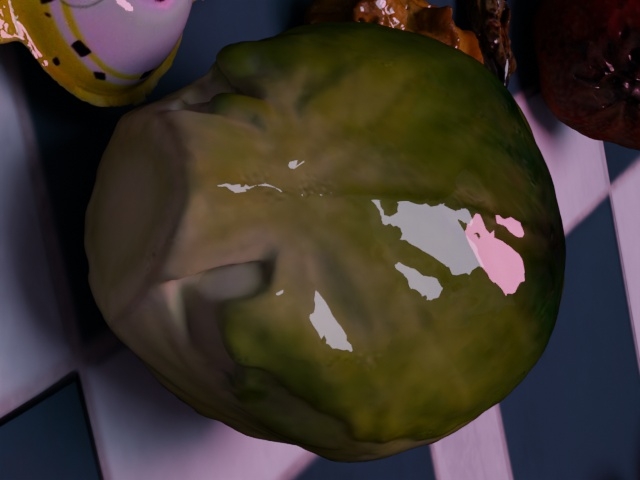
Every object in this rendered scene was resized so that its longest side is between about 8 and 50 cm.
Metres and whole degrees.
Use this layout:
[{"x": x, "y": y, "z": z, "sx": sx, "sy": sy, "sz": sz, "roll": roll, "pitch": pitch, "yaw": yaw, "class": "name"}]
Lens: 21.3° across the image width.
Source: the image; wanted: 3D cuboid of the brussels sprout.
[{"x": 0.000, "y": 0.000, "z": 0.839, "sx": 0.271, "sy": 0.210, "sz": 0.219, "roll": 4, "pitch": 75, "yaw": -47, "class": "brussels sprout"}]

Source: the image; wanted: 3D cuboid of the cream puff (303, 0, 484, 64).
[{"x": 0.045, "y": -0.113, "z": 1.053, "sx": 0.116, "sy": 0.122, "sz": 0.094, "roll": 128, "pitch": -24, "yaw": -70, "class": "cream puff"}]

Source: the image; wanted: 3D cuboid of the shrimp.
[{"x": 0.106, "y": -0.213, "z": 1.258, "sx": 0.148, "sy": 0.035, "sz": 0.195, "roll": 41, "pitch": 42, "yaw": -57, "class": "shrimp"}]

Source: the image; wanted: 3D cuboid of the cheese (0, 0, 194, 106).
[{"x": -0.088, "y": -0.150, "z": 0.833, "sx": 0.250, "sy": 0.064, "sz": 0.156, "roll": -34, "pitch": 116, "yaw": -58, "class": "cheese"}]

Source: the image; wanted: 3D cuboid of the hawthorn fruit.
[{"x": 0.262, "y": -0.185, "z": 1.442, "sx": 0.235, "sy": 0.181, "sz": 0.181, "roll": -76, "pitch": 150, "yaw": -59, "class": "hawthorn fruit"}]
